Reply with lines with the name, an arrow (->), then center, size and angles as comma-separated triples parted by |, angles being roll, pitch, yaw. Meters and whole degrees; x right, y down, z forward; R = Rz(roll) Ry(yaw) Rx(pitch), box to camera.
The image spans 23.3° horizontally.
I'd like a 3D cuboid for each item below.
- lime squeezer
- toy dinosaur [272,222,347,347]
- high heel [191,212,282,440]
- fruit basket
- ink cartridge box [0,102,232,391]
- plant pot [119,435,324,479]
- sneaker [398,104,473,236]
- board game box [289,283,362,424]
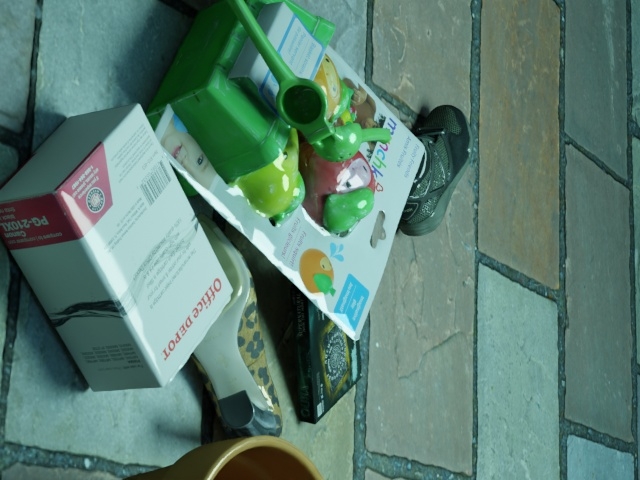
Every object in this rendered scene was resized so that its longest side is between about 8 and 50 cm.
lime squeezer -> 0.000, -0.153, 1.671 | 0.310, 0.059, 0.109 | 38, 52, -44
toy dinosaur -> 0.000, 0.000, 1.936 | 0.268, 0.064, 0.118 | -59, 139, -41
high heel -> -0.103, 0.112, 1.756 | 0.186, 0.093, 0.261 | 69, 8, -70
fruit basket -> -0.016, -0.114, 1.785 | 0.353, 0.165, 0.327 | 41, 48, -22
ink cartridge box -> -0.205, 0.010, 1.553 | 0.237, 0.100, 0.172 | 65, 35, -25
plant pot -> -0.132, 0.339, 1.508 | 0.291, 0.204, 0.290 | 19, 68, -57
sneaker -> 0.147, -0.129, 2.173 | 0.227, 0.087, 0.130 | -64, 143, -34
board game box -> 0.009, 0.115, 1.905 | 0.126, 0.026, 0.186 | -38, 132, -52
